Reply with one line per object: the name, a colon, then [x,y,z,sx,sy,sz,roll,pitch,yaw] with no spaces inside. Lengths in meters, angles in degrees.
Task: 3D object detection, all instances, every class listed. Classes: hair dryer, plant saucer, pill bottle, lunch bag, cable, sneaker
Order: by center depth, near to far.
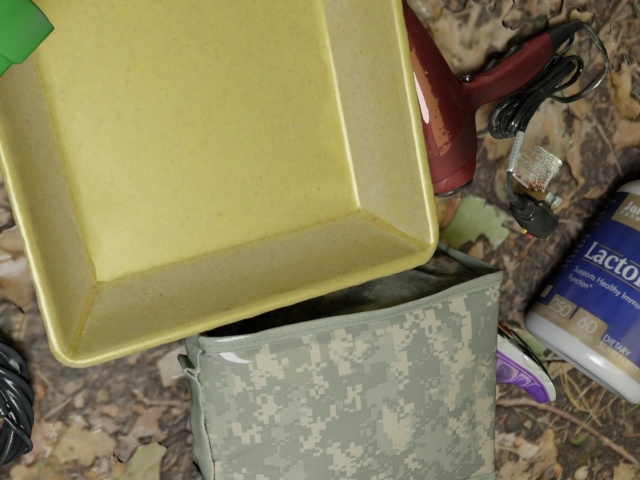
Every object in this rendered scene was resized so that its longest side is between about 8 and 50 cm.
plant saucer: [-0.087,-0.105,0.662,0.333,0.081,0.332,-16,103,-19]
cable: [-0.319,0.131,0.686,0.185,0.047,0.150,33,88,-28]
lunch bag: [0.011,0.141,0.769,0.287,0.169,0.235,-14,114,-25]
hair dryer: [0.148,-0.144,0.801,0.294,0.080,0.223,22,82,-35]
pill bottle: [0.356,0.030,0.898,0.153,0.153,0.264,35,90,-31]
sneaker: [0.194,0.134,0.923,0.170,0.068,0.071,37,106,-22]

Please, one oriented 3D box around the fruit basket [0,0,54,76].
fruit basket: [-0.304,-0.225,0.410,0.392,0.283,0.391,-1,94,-8]
